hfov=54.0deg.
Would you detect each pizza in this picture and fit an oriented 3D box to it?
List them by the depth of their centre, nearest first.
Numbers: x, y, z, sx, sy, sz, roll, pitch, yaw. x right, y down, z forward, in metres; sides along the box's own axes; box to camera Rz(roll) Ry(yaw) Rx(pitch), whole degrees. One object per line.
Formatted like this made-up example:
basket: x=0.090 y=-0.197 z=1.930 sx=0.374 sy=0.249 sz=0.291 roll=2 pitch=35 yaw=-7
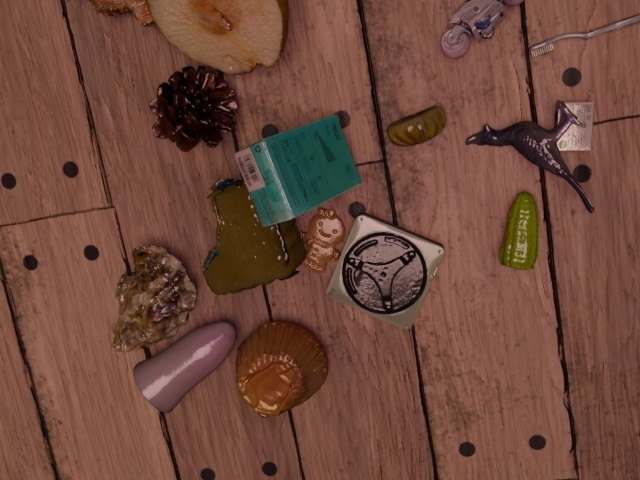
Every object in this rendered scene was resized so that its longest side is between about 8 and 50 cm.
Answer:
pizza: x=-0.496 y=-0.643 z=1.660 sx=0.305 sy=0.085 sz=0.161 roll=16 pitch=81 yaw=2

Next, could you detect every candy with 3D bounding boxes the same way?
candy: x=0.528 y=-0.024 z=1.652 sx=0.097 sy=0.097 sz=0.209 roll=5 pitch=99 yaw=6

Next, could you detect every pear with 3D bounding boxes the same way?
pear: x=-0.241 y=-0.612 z=1.543 sx=0.340 sy=0.191 sz=0.386 roll=-9 pitch=139 yaw=29

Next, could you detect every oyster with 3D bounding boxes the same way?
oyster: x=-0.497 y=0.183 z=1.809 sx=0.238 sy=0.115 sz=0.351 roll=37 pitch=103 yaw=-1

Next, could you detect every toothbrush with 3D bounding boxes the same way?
toothbrush: x=0.708 y=-0.527 z=1.560 sx=0.375 sy=0.028 sz=0.037 roll=-16 pitch=105 yaw=10

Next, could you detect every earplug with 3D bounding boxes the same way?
earplug: x=-0.367 y=0.341 z=1.811 sx=0.301 sy=0.172 sz=0.172 roll=-37 pitch=95 yaw=6

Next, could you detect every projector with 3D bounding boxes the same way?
projector: x=0.176 y=0.086 z=1.723 sx=0.259 sy=0.079 sz=0.257 roll=22 pitch=104 yaw=4

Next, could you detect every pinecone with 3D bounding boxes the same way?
pinecone: x=-0.326 y=-0.343 z=1.641 sx=0.201 sy=0.202 sz=0.229 roll=23 pitch=109 yaw=36

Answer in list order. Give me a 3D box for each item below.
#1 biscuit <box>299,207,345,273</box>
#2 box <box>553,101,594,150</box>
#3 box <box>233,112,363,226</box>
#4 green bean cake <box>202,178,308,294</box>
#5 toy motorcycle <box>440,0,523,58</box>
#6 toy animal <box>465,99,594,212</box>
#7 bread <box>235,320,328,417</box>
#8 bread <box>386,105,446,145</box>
biscuit: x=0.002 y=0.006 z=1.757 sx=0.133 sy=0.027 sz=0.184 roll=41 pitch=103 yaw=-1
box: x=0.647 y=-0.292 z=1.606 sx=0.089 sy=0.043 sz=0.125 roll=2 pitch=102 yaw=7
box: x=-0.049 y=-0.180 z=1.583 sx=0.118 sy=0.311 sz=0.205 roll=-12 pitch=103 yaw=42
green bean cake: x=-0.202 y=-0.029 z=1.702 sx=0.285 sy=0.202 sz=0.310 roll=-13 pitch=99 yaw=22
toy motorcycle: x=0.399 y=-0.566 z=1.565 sx=0.254 sy=0.112 sz=0.112 roll=-42 pitch=94 yaw=14
toy animal: x=0.571 y=-0.245 z=1.576 sx=0.367 sy=0.081 sz=0.206 roll=34 pitch=115 yaw=18
bread: x=-0.115 y=0.365 z=1.783 sx=0.274 sy=0.149 sz=0.274 roll=2 pitch=108 yaw=6
bread: x=0.255 y=-0.295 z=1.634 sx=0.157 sy=0.094 sz=0.083 roll=-22 pitch=94 yaw=3
